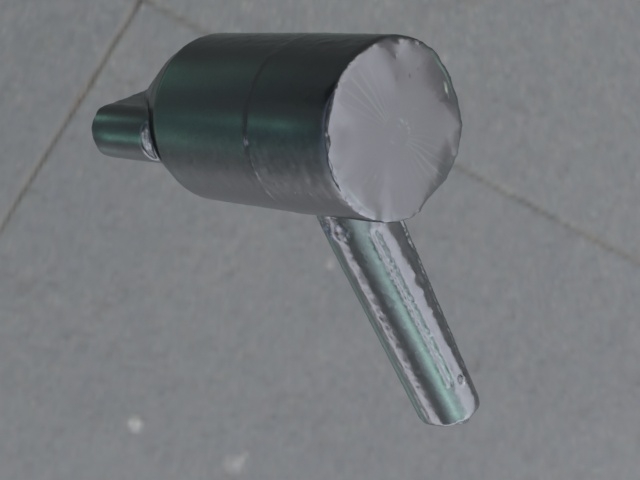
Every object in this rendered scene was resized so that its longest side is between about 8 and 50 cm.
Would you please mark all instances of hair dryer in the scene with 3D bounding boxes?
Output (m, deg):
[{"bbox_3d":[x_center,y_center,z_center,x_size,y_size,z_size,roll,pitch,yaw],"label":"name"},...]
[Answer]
[{"bbox_3d":[0.000,0.000,1.161,0.244,0.116,0.302,8,131,49],"label":"hair dryer"}]
